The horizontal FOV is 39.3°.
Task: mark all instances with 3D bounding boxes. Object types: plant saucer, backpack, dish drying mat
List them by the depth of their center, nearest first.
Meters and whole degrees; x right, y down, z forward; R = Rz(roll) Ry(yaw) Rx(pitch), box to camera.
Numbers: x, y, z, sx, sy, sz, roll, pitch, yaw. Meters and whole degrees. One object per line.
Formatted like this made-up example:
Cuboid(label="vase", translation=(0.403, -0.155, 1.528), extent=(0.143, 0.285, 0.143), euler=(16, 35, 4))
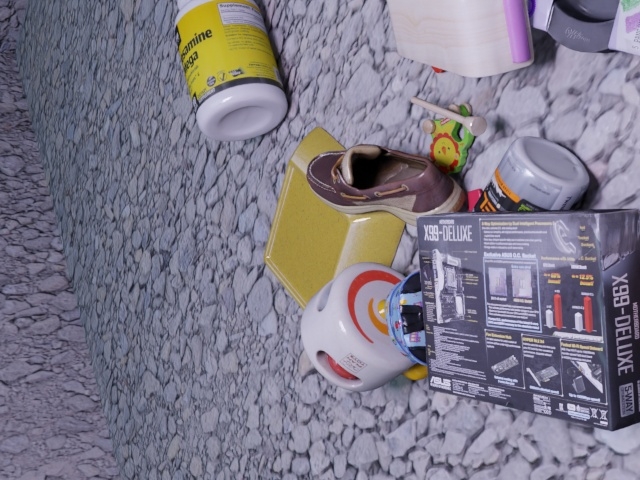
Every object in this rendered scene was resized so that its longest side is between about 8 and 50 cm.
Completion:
Cuboid(label="backpack", translation=(0.168, 0.117, 1.344), extent=(0.117, 0.173, 0.158), euler=(-17, 79, 56))
Cuboid(label="dish drying mat", translation=(0.241, -0.036, 1.371), extent=(0.032, 0.008, 0.083), euler=(-15, 81, 57))
Cuboid(label="plant saucer", translation=(0.000, 0.000, 1.683), extent=(0.332, 0.081, 0.332), euler=(48, 131, 45))

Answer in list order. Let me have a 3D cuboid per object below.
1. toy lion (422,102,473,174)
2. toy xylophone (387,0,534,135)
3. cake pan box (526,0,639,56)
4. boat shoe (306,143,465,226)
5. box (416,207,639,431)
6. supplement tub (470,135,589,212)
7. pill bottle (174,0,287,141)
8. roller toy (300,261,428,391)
Cuboid(label="toy lion", translation=(0.204, -0.154, 1.400), extent=(0.100, 0.034, 0.096), euler=(-28, 76, 54))
Cuboid(label="toy xylophone", translation=(0.188, -0.294, 1.307), extent=(0.322, 0.081, 0.236), euler=(-132, 24, -54))
Cuboid(label="cake pan box", translation=(0.364, -0.364, 1.099), extent=(0.246, 0.070, 0.266), euler=(39, 125, 52))
Cuboid(label="boat shoe", translation=(0.081, -0.113, 1.466), extent=(0.123, 0.123, 0.342), euler=(-51, 37, -13))
Cuboid(label="box", translation=(0.249, 0.084, 1.104), extent=(0.307, 0.077, 0.242), euler=(0, 96, 56))
Cuboid(label="supplement tub", translation=(0.271, -0.037, 1.224), extent=(0.117, 0.117, 0.190), euler=(57, 137, 37))
Cuboid(label="pill bottle", translation=(-0.196, -0.389, 1.851), extent=(0.188, 0.188, 0.333), euler=(-43, 58, 50))
Cuboid(label="roller toy", translation=(0.078, 0.141, 1.469), extent=(0.146, 0.191, 0.209), euler=(-44, 57, 49))
